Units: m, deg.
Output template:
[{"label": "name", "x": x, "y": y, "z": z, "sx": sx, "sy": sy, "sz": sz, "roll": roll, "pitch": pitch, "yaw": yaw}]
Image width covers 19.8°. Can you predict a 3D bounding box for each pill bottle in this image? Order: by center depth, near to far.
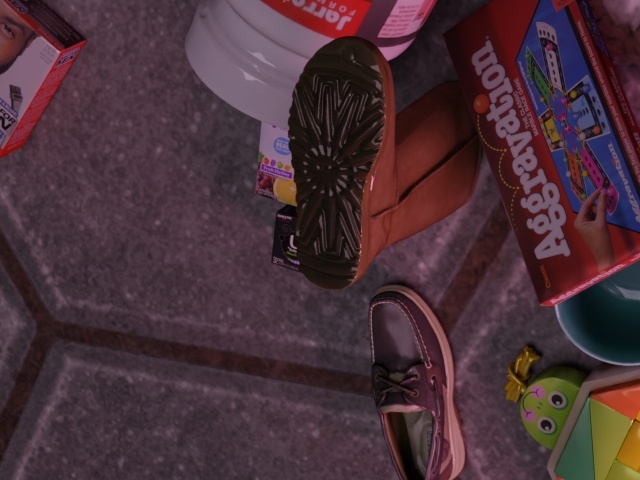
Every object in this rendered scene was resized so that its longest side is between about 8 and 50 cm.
[{"label": "pill bottle", "x": 0.027, "y": -0.286, "z": 1.623, "sx": 0.210, "sy": 0.210, "sz": 0.363, "roll": 36, "pitch": 124, "yaw": 10}]

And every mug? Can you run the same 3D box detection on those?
[{"label": "mug", "x": 0.294, "y": 0.028, "z": 1.678, "sx": 0.129, "sy": 0.097, "sz": 0.158, "roll": 44, "pitch": 121, "yaw": -8}]

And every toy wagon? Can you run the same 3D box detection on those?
[{"label": "toy wagon", "x": 0.323, "y": 0.218, "z": 1.770, "sx": 0.344, "sy": 0.068, "sz": 0.267, "roll": 28, "pitch": 122, "yaw": 15}]

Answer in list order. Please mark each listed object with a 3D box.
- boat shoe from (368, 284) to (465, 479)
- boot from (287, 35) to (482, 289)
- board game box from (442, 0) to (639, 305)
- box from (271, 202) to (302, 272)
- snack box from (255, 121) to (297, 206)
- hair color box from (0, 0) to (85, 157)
[{"label": "boat shoe", "x": 0.092, "y": 0.157, "z": 1.866, "sx": 0.080, "sy": 0.073, "sz": 0.223, "roll": -4, "pitch": 109, "yaw": 30}, {"label": "boot", "x": 0.067, "y": -0.098, "z": 1.649, "sx": 0.089, "sy": 0.269, "sz": 0.236, "roll": 20, "pitch": 117, "yaw": 22}, {"label": "board game box", "x": 0.211, "y": -0.098, "z": 1.641, "sx": 0.145, "sy": 0.027, "sz": 0.281, "roll": -33, "pitch": 66, "yaw": 36}, {"label": "box", "x": 0.000, "y": 0.000, "z": 1.860, "sx": 0.083, "sy": 0.052, "sz": 0.062, "roll": 18, "pitch": 119, "yaw": 22}, {"label": "snack box", "x": -0.010, "y": -0.101, "z": 1.829, "sx": 0.100, "sy": 0.037, "sz": 0.141, "roll": 17, "pitch": 118, "yaw": 20}, {"label": "hair color box", "x": -0.333, "y": -0.178, "z": 1.962, "sx": 0.093, "sy": 0.053, "sz": 0.167, "roll": 42, "pitch": 123, "yaw": 7}]
